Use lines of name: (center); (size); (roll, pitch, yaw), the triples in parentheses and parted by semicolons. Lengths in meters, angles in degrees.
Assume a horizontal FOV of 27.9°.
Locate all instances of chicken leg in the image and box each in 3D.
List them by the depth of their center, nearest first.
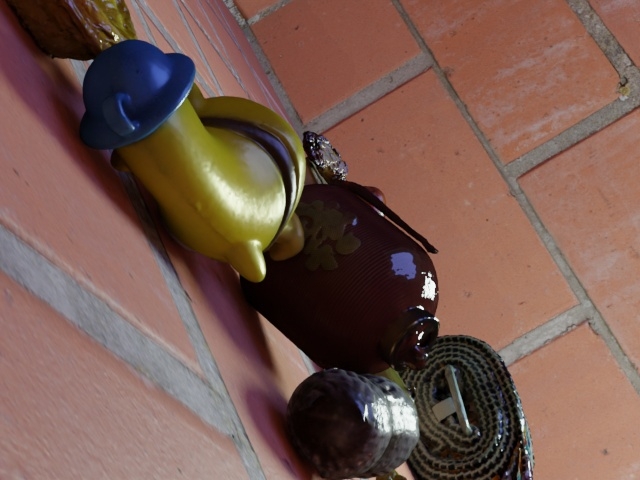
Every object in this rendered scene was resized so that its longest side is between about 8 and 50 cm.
chicken leg: (0.016, -0.102, 1.938); (0.145, 0.037, 0.062); (57, 29, -14)

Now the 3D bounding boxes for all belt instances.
belt: (0.225, 0.295, 2.048); (0.160, 0.207, 0.295); (61, 17, -53)

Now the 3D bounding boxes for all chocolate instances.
chocolate: (0.034, 0.180, 1.253); (0.110, 0.110, 0.248); (61, 10, 13)

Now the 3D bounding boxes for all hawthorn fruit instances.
hawthorn fruit: (0.064, -0.043, 1.890); (0.077, 0.077, 0.077); (59, 4, -7)

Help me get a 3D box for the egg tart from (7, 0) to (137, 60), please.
egg tart: (-0.225, -0.220, 1.113); (0.191, 0.074, 0.191); (60, 5, -9)

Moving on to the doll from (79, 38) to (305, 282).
doll: (-0.097, -0.063, 1.146); (0.199, 0.145, 0.363); (67, 13, 19)

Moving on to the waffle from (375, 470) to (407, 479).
waffle: (0.131, 0.371, 1.399); (0.238, 0.059, 0.243); (58, 4, -31)

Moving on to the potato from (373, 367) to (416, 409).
potato: (0.060, 0.185, 1.651); (0.188, 0.085, 0.105); (64, -33, 31)

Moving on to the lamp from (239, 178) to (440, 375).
lamp: (0.025, 0.039, 1.367); (0.258, 0.180, 0.180); (38, -9, 33)

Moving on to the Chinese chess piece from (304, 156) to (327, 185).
Chinese chess piece: (0.000, 0.000, 1.989); (0.270, 0.112, 0.270); (59, 6, -9)
